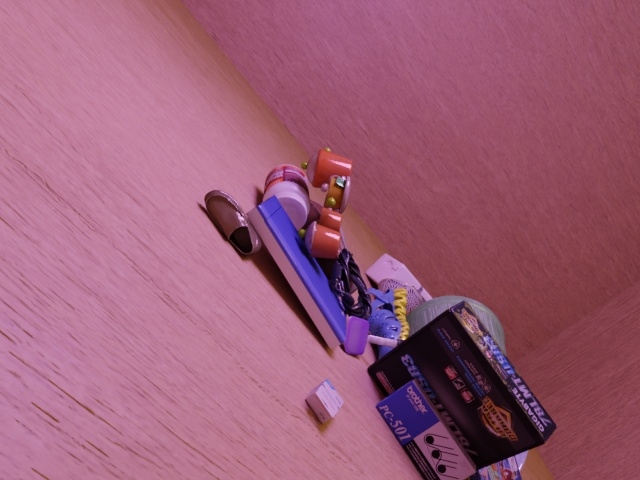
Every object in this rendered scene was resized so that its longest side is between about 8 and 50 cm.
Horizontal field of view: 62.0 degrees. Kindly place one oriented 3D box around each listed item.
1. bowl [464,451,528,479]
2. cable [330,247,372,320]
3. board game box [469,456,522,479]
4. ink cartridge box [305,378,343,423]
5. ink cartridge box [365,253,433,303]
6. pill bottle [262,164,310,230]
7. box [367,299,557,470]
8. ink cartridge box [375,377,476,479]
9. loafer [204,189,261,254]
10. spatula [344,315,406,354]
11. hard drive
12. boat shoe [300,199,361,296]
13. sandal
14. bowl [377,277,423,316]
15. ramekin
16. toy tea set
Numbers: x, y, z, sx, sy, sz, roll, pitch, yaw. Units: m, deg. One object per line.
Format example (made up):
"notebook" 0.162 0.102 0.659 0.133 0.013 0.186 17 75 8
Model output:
"bowl" 0.373 0.453 1.326 0.289 0.289 0.156 49 -31 -19
"cable" 0.080 0.103 1.267 0.150 0.047 0.184 50 25 -27
"board game box" 0.396 0.533 1.202 0.136 0.035 0.201 -14 88 -38
"ink cartridge box" 0.005 0.256 0.844 0.048 0.028 0.083 54 11 9
"ink cartridge box" 0.317 0.198 2.009 0.273 0.115 0.198 48 -4 -19
"pill bottle" -0.088 -0.107 1.371 0.121 0.121 0.221 48 15 -22
"box" 0.276 0.321 1.108 0.073 0.293 0.296 -17 68 -45
"ink cartridge box" 0.212 0.396 1.081 0.207 0.097 0.046 55 12 15
"loafer" -0.162 -0.032 1.000 0.148 0.056 0.050 50 5 -14
"spatula" 0.158 0.241 1.255 0.296 0.084 0.030 19 -11 -37
"hard drive" -0.042 0.056 1.140 0.319 0.040 0.210 59 8 -7
"boat shoe" 0.000 0.000 1.420 0.116 0.123 0.324 33 21 -55
"sandal" 0.164 0.227 1.448 0.138 0.126 0.317 15 23 -2
"bowl" 0.258 0.215 1.829 0.170 0.170 0.080 48 55 -20
"ramekin" 0.366 0.320 1.469 0.303 0.303 0.148 50 18 -12
"toy tea set" -0.004 -0.091 1.253 0.124 0.200 0.336 12 24 -1
